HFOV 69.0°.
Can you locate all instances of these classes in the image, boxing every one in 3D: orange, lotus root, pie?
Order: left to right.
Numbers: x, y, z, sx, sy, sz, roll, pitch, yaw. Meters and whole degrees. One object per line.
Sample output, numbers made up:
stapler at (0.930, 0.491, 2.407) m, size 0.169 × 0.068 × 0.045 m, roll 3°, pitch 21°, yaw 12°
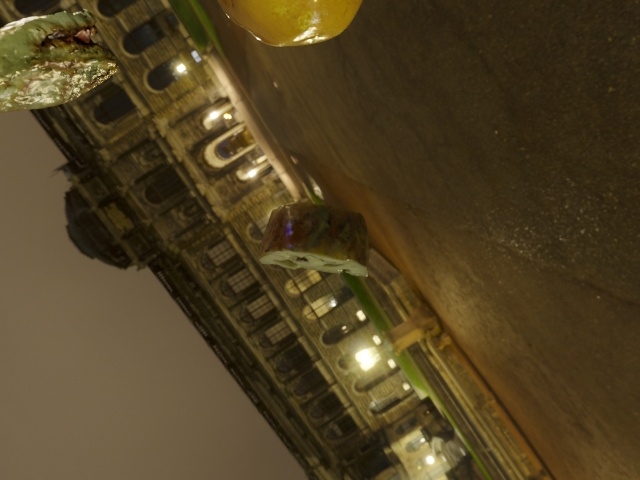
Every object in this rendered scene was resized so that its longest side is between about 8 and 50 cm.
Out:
pie at (-0.697, -0.377, 1.062) m, size 0.395 × 0.418 × 0.181 m, roll 0°, pitch 122°, yaw 42°
orange at (-0.060, -0.452, 0.761) m, size 0.279 × 0.235 × 0.279 m, roll 37°, pitch -148°, yaw -28°
lotus root at (0.000, 0.000, 0.937) m, size 0.138 × 0.234 × 0.119 m, roll 138°, pitch 138°, yaw -67°
